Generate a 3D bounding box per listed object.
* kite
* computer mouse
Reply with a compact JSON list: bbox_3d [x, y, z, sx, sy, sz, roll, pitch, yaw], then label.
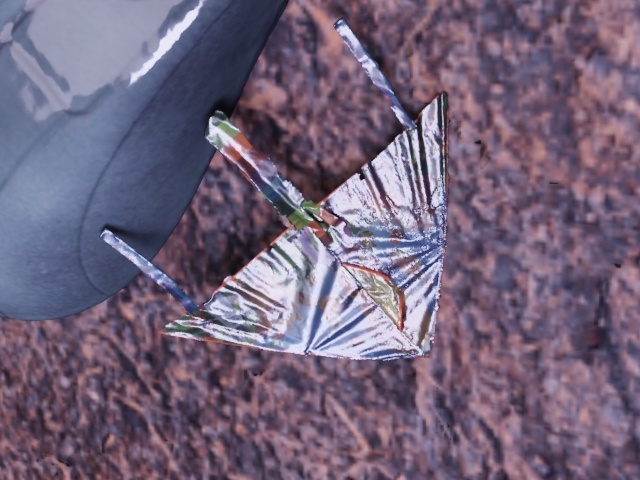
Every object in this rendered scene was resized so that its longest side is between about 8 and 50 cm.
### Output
[{"bbox_3d":[0.000,0.000,0.737,0.183,0.010,0.160,-40,99,10],"label":"kite"},{"bbox_3d":[-0.123,-0.113,0.752,0.188,0.122,0.371,40,113,15],"label":"computer mouse"}]
